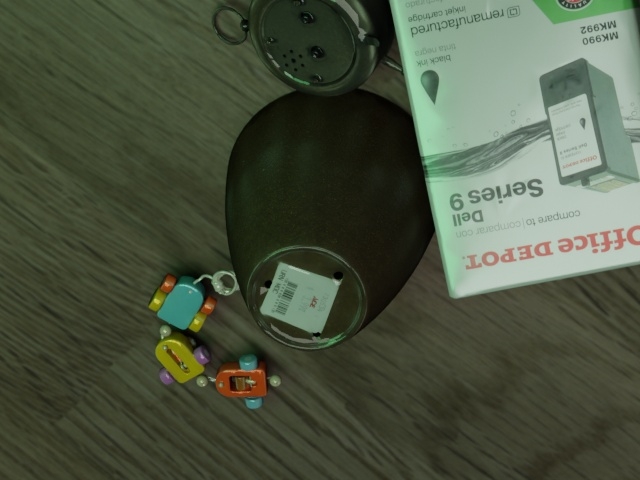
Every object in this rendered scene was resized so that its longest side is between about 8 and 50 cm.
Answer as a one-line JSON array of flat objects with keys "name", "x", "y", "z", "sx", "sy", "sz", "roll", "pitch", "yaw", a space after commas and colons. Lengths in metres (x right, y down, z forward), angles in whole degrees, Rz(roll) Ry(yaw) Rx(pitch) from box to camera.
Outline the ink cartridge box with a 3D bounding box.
[{"name": "ink cartridge box", "x": 0.194, "y": -0.109, "z": 1.638, "sx": 0.211, "sy": 0.121, "sz": 0.289, "roll": -11, "pitch": 95, "yaw": 12}]

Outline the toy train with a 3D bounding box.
[{"name": "toy train", "x": -0.108, "y": 0.093, "z": 1.876, "sx": 0.125, "sy": 0.046, "sz": 0.166, "roll": -6, "pitch": 119, "yaw": 9}]

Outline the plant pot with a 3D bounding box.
[{"name": "plant pot", "x": 0.000, "y": 0.000, "z": 1.707, "sx": 0.215, "sy": 0.230, "sz": 0.215, "roll": 3, "pitch": 118, "yaw": 6}]

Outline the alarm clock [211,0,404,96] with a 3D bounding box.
[{"name": "alarm clock", "x": -0.019, "y": -0.195, "z": 1.694, "sx": 0.192, "sy": 0.064, "sz": 0.129, "roll": 4, "pitch": 126, "yaw": 30}]
